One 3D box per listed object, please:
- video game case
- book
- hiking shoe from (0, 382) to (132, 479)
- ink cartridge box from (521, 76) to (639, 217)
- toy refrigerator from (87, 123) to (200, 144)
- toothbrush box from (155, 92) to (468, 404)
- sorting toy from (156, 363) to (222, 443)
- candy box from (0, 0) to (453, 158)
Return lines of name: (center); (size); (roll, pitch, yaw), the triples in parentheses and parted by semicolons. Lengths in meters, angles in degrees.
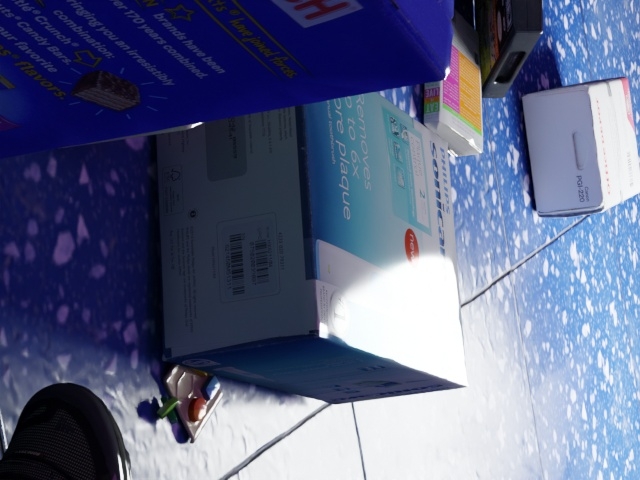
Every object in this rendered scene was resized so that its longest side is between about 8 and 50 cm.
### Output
video game case: (0.197, -0.316, 1.711); (0.248, 0.035, 0.275); (105, -17, -80)
book: (0.139, -0.173, 1.686); (0.096, 0.035, 0.144); (35, 53, -55)
hiking shoe: (-0.170, 0.165, 0.862); (0.114, 0.086, 0.227); (59, 35, -49)
ink cartridge box: (0.335, -0.120, 2.031); (0.218, 0.092, 0.159); (-20, 102, -67)
toy refrigerator: (-0.137, -0.201, 1.002); (0.094, 0.102, 0.270); (-36, 118, -62)
toothbrush box: (0.000, 0.000, 1.220); (0.295, 0.126, 0.216); (28, 56, -63)
sorting toy: (-0.093, 0.112, 1.133); (0.083, 0.012, 0.062); (-59, 137, -54)
candy box: (-0.129, -0.154, 0.748); (0.268, 0.317, 0.122); (42, 48, -56)
